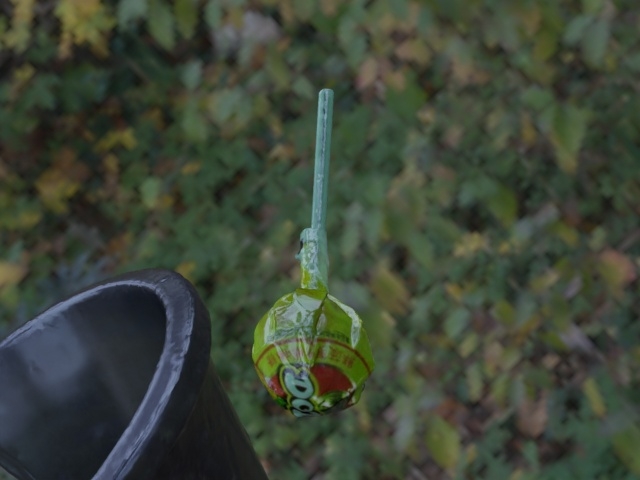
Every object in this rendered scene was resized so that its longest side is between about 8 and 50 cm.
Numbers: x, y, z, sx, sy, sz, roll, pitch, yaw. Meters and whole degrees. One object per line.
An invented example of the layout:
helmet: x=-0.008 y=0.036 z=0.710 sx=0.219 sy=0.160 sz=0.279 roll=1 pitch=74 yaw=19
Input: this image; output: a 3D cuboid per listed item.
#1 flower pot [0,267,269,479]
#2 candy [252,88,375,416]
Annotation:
flower pot: x=-0.154 y=0.232 z=1.284 sx=0.379 sy=0.251 sz=0.379 roll=-34 pitch=22 yaw=16
candy: x=0.000 y=0.000 z=0.899 sx=0.058 sy=0.062 sz=0.194 roll=-11 pitch=52 yaw=20
